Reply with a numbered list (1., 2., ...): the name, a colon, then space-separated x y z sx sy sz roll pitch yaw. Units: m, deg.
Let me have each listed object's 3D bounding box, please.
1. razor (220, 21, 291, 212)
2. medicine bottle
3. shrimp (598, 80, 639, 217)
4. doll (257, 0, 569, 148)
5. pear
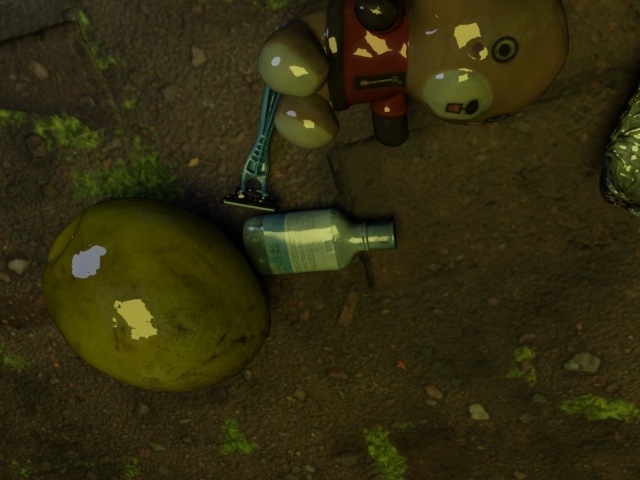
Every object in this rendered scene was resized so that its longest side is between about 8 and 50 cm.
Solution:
1. razor: -0.066 -0.155 0.916 0.082 0.042 0.253 7 120 -17
2. medicine bottle: 0.000 0.000 0.983 0.209 0.053 0.090 -5 116 11
3. shrimp: 0.415 -0.213 0.739 0.222 0.166 0.410 20 132 -3
4. doll: 0.100 -0.206 0.782 0.330 0.174 0.235 -4 145 4
5. pear: -0.216 0.078 0.962 0.253 0.252 0.307 -33 119 25
